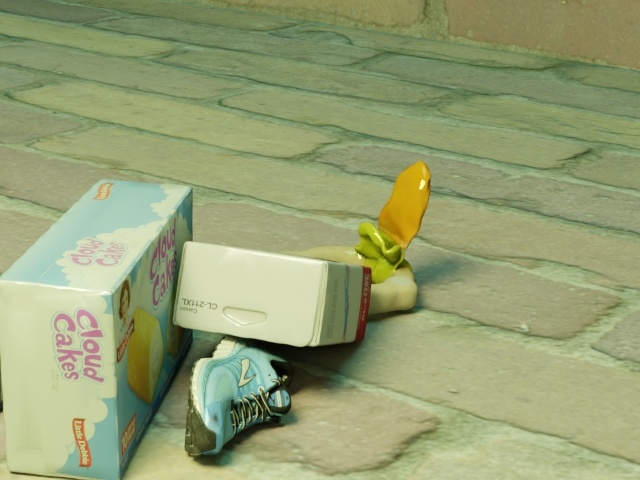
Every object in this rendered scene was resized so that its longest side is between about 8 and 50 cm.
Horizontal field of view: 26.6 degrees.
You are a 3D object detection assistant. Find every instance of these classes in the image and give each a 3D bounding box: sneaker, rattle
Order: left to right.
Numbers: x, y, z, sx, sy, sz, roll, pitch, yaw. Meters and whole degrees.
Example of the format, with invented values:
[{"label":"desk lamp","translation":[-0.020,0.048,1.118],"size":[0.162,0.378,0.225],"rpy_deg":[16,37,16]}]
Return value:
[{"label":"sneaker","translation":[-0.060,0.119,1.058],"size":[0.073,0.063,0.162],"rpy_deg":[9,20,10]},{"label":"rattle","translation":[0.000,0.000,1.305],"size":[0.199,0.143,0.130],"rpy_deg":[7,37,-6]}]

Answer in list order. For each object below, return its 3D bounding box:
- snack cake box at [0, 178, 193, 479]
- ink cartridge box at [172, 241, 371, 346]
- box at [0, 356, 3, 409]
[{"label":"snack cake box","translation":[-0.170,0.060,1.076],"size":[0.089,0.152,0.264],"rpy_deg":[5,20,6]},{"label":"ink cartridge box","translation":[-0.036,0.047,1.171],"size":[0.127,0.072,0.175],"rpy_deg":[8,-1,14]},{"label":"box","translation":[-0.340,0.088,1.062],"size":[0.156,0.093,0.158],"rpy_deg":[14,21,30]}]
